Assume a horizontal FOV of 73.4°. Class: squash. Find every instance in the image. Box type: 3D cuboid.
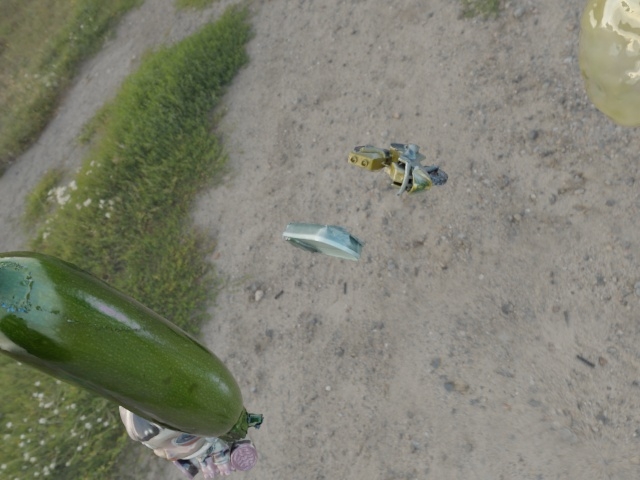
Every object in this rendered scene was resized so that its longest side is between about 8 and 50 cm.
[{"bbox_3d":[-0.149,0.116,0.386,0.087,0.331,0.087,-20,43,19],"label":"squash"}]

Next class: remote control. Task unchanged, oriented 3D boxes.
[{"bbox_3d":[0.000,0.000,0.898,0.247,0.104,0.052,8,73,61],"label":"remote control"}]

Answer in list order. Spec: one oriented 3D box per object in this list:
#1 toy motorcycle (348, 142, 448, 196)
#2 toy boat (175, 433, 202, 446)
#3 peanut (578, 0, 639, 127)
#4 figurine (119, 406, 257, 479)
[{"bbox_3d":[0.169,-0.164,0.964,0.229,0.094,0.130,22,38,17],"label":"toy motorcycle"},{"bbox_3d":[-0.292,0.385,0.925,0.096,0.122,0.034,-30,29,-9],"label":"toy boat"},{"bbox_3d":[0.318,-0.183,0.266,0.313,0.152,0.152,-31,52,-2],"label":"peanut"},{"bbox_3d":[-0.339,0.451,1.085,0.253,0.361,0.211,-28,33,10],"label":"figurine"}]
